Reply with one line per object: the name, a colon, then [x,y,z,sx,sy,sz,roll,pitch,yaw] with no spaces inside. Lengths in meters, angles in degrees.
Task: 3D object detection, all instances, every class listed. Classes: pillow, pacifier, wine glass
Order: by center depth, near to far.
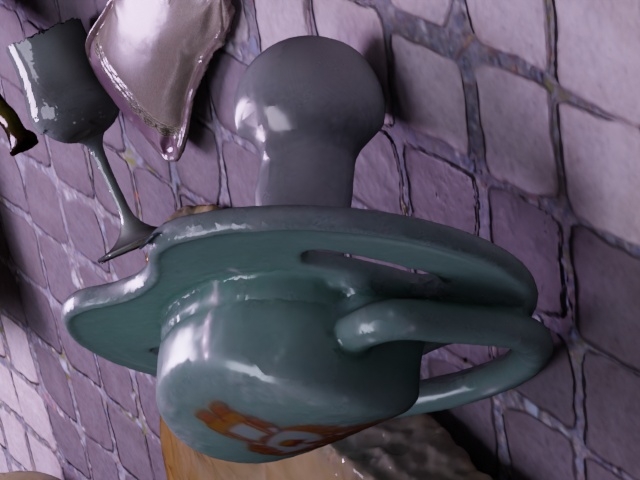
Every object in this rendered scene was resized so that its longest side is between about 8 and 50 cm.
pacifier: [0.000,0.000,1.208,0.343,0.288,0.269,-26,54,57]
pillow: [-0.124,-0.157,1.455,0.130,0.038,0.232,54,149,17]
wine glass: [-0.190,-0.083,1.592,0.079,0.079,0.195,-22,92,64]

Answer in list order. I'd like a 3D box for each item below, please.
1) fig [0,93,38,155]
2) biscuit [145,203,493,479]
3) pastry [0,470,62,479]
fig: [-0.357,-0.187,1.653,0.190,0.191,0.290,119,141,-58]
biscuit: [-0.022,0.219,1.510,0.429,0.104,0.446,46,148,35]
pastry: [-0.346,0.361,2.076,0.265,0.265,0.133,35,143,45]
